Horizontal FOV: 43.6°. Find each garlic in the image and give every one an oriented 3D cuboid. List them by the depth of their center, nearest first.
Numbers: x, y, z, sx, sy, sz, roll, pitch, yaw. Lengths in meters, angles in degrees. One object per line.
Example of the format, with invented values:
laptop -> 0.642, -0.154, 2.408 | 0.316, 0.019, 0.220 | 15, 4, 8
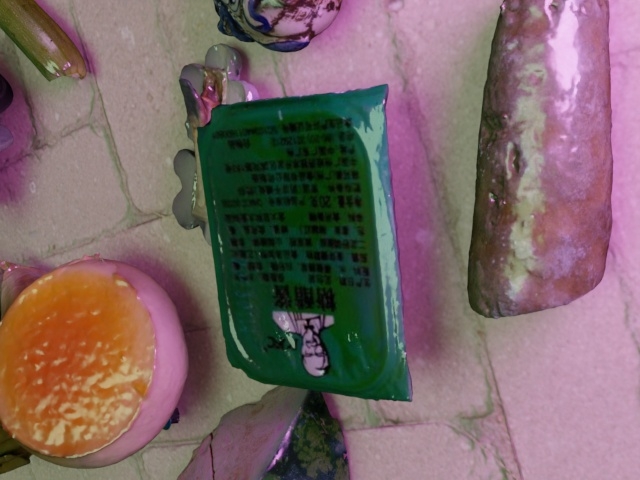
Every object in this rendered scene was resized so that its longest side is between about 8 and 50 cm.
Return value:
garlic -> -0.475, 0.096, 1.284 | 0.090, 0.129, 0.198 | -60, 40, 39

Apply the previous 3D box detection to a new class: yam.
yam -> 0.205, -0.096, 0.737 | 0.133, 0.133, 0.330 | 7, 101, 36

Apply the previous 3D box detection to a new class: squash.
squash -> -0.423, -0.307, 1.181 | 0.239, 0.069, 0.069 | 45, 124, 22

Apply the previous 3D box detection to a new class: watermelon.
watermelon -> -0.076, 0.384, 1.056 | 0.222, 0.319, 0.292 | 42, 139, -21

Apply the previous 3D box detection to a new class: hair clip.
hair clip -> -0.141, -0.119, 1.022 | 0.146, 0.075, 0.256 | 20, 119, 34

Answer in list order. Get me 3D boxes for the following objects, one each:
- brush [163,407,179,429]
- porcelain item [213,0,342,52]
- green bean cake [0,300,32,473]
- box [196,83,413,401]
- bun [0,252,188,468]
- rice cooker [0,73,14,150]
brush -> -0.274, 0.223, 1.233 | 0.193, 0.032, 0.043 | 36, 124, 38
porcelain item -> -0.051, -0.353, 0.866 | 0.186, 0.138, 0.287 | 21, 119, 50
green bean cake -> -0.570, 0.215, 1.344 | 0.285, 0.202, 0.309 | 88, 158, -60
box -> 0.000, 0.000, 0.920 | 0.264, 0.106, 0.336 | 2, 103, 37
bun -> -0.314, 0.171, 1.150 | 0.299, 0.165, 0.298 | -3, 79, 17
rice cooker -> -0.627, -0.177, 1.246 | 0.317, 0.264, 0.316 | 6, 118, 12
